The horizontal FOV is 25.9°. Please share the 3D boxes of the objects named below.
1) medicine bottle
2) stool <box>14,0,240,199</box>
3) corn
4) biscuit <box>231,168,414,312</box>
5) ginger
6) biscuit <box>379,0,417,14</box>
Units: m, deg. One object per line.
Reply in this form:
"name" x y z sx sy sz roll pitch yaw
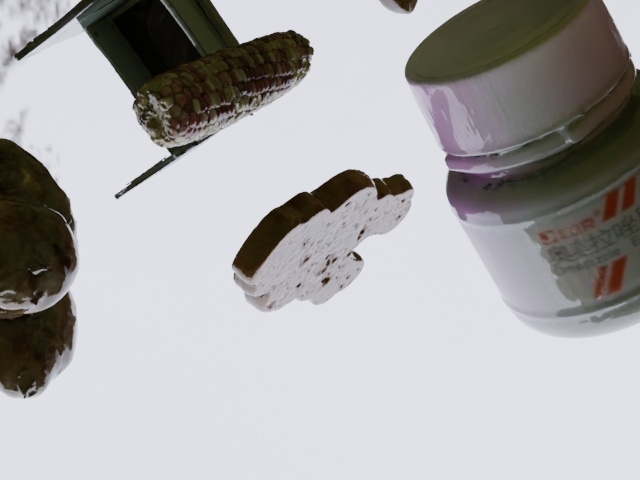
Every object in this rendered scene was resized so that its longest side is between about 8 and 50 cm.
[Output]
"medicine bottle" 0.235 -0.084 1.359 0.241 0.302 0.241 -27 -157 12
"stool" -0.240 -0.232 1.956 0.244 0.170 0.269 55 -151 -5
"corn" -0.118 -0.202 1.793 0.098 0.098 0.290 29 -140 28
"biscuit" -0.003 -0.002 1.438 0.044 0.186 0.295 41 -167 18
"ginger" -0.357 0.052 1.577 0.176 0.375 0.256 -13 -124 -20
"biscuit" 0.117 -0.465 1.839 0.043 0.278 0.301 0 -147 43
